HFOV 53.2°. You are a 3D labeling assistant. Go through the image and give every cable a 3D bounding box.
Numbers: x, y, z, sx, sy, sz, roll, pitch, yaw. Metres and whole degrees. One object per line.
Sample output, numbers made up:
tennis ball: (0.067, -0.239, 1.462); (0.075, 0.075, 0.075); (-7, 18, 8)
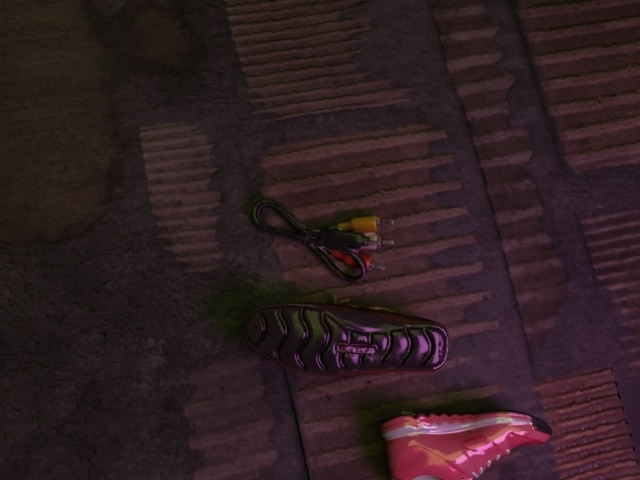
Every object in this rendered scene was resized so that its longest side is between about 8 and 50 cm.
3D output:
cable: (0.000, 0.000, 1.285); (0.287, 0.072, 0.140); (11, 94, 10)

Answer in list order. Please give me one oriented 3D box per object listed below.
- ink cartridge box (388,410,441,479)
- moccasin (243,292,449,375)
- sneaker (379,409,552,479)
ink cartridge box: (0.205, 0.429, 1.208); (0.145, 0.045, 0.179); (13, 58, -1)
moccasin: (0.046, 0.173, 1.202); (0.380, 0.147, 0.139); (-1, 92, -9)
sneaker: (0.267, 0.386, 1.169); (0.313, 0.116, 0.136); (-2, 70, -1)
